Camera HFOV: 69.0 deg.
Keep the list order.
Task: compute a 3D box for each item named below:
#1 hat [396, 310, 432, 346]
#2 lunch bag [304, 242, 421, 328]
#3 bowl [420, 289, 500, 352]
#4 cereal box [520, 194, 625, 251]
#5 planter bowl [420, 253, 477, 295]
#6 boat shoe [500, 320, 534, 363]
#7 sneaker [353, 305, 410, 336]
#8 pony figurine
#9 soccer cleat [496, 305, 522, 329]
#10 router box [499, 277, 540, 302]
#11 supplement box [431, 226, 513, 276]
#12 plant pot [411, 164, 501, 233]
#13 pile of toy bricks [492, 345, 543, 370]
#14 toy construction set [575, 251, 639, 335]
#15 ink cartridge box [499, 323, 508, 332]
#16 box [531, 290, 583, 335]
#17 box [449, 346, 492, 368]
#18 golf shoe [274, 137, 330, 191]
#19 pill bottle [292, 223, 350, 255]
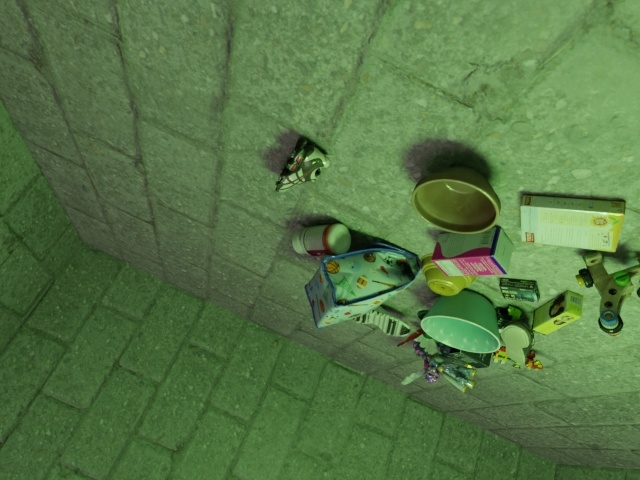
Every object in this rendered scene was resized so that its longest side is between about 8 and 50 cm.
[{"bbox_3d":[0.504,0.444,2.149,0.173,0.183,0.209,37,151,-24],"label":"hat"},{"bbox_3d":[0.165,0.165,1.822,0.386,0.238,0.328,-11,161,-17],"label":"lunch bag"},{"bbox_3d":[0.575,0.310,1.871,0.312,0.163,0.311,19,153,10],"label":"bowl"},{"bbox_3d":[0.674,-0.047,1.262,0.240,0.047,0.173,9,150,28],"label":"cereal box"},{"bbox_3d":[0.467,0.145,1.739,0.217,0.090,0.217,18,153,10],"label":"planter bowl"},{"bbox_3d":[0.792,0.383,1.852,0.112,0.095,0.335,25,158,34],"label":"boat shoe"},{"bbox_3d":[0.301,0.370,2.264,0.292,0.118,0.110,21,121,13],"label":"sneaker"},{"bbox_3d":[0.578,0.615,2.320,0.364,0.302,0.351,25,-177,31],"label":"pony figurine"},{"bbox_3d":[0.730,0.307,1.865,0.072,0.060,0.179,34,147,2],"label":"soccer cleat"},{"bbox_3d":[0.708,0.176,1.654,0.123,0.038,0.092,3,146,36],"label":"router box"},{"bbox_3d":[0.488,0.041,1.505,0.220,0.111,0.114,-6,141,46],"label":"supplement box"},{"bbox_3d":[0.380,-0.128,1.285,0.238,0.109,0.237,19,152,10],"label":"plant pot"},{"bbox_3d":[0.864,0.485,2.037,0.213,0.118,0.105,12,113,5],"label":"pile of toy bricks"},{"bbox_3d":[0.879,0.120,1.301,0.309,0.237,0.257,19,128,-29],"label":"toy construction set"},{"bbox_3d":[0.801,0.377,1.958,0.115,0.029,0.062,17,153,10],"label":"ink cartridge box"},{"bbox_3d":[0.837,0.261,1.655,0.058,0.087,0.232,20,152,4],"label":"box"},{"bbox_3d":[0.679,0.466,2.078,0.158,0.155,0.093,28,154,-8],"label":"box"},{"bbox_3d":[-0.068,-0.215,1.509,0.120,0.105,0.273,23,155,-14],"label":"golf shoe"},{"bbox_3d":[0.000,0.000,1.820,0.221,0.121,0.121,-4,142,44],"label":"pill bottle"}]
